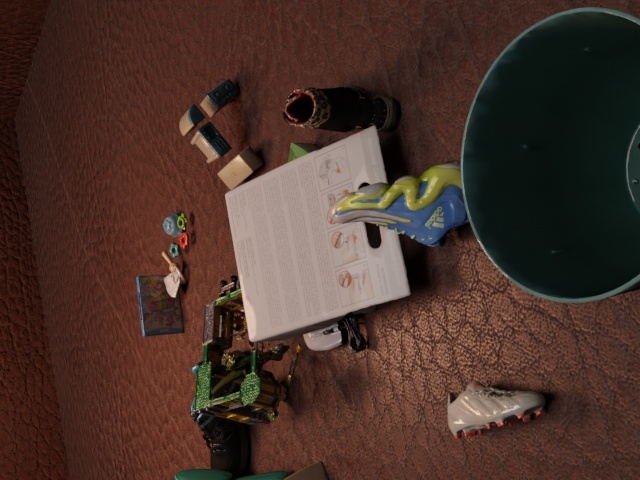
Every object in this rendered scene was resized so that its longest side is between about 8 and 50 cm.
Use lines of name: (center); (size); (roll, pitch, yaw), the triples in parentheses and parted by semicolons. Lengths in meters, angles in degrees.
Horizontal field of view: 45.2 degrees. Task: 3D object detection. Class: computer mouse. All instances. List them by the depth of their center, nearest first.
computer mouse: (0.013, 0.181, 1.498); (0.193, 0.042, 0.106); (-29, 78, 54)

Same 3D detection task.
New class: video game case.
video game case: (-0.444, 0.179, 2.127); (0.015, 0.119, 0.166); (-21, 74, 50)

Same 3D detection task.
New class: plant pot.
plant pot: (0.340, -0.085, 0.830); (0.293, 0.235, 0.292); (4, 95, 57)
plant pot: (-0.041, 0.527, 1.555); (0.109, 0.096, 0.109); (-56, 47, 40)

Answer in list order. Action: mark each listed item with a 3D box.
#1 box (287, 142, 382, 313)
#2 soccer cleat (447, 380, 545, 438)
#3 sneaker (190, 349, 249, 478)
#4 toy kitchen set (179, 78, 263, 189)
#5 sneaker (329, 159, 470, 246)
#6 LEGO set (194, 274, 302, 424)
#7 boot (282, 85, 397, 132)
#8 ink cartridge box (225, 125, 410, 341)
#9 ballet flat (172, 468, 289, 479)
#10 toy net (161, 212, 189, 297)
box: (0.021, -0.034, 1.477); (0.322, 0.059, 0.232); (36, 121, 48)
soccer cleat: (0.250, 0.241, 1.135); (0.196, 0.068, 0.076); (-38, 57, 54)
sneaker: (-0.250, 0.429, 1.828); (0.125, 0.140, 0.340); (16, 106, 52)
toy kitchen set: (-0.200, -0.260, 1.796); (0.207, 0.166, 0.122); (50, 145, -8)
sneaker: (0.132, -0.037, 1.217); (0.240, 0.091, 0.126); (-18, 88, 26)
LEGO set: (-0.125, 0.248, 1.640); (0.255, 0.192, 0.331); (-32, 49, 32)
boot: (0.002, -0.241, 1.381); (0.236, 0.179, 0.085); (21, 108, 53)
ink cartridge box: (0.000, 0.000, 1.417); (0.385, 0.091, 0.308); (-20, 74, 37)
ballet flat: (-0.195, 0.582, 1.722); (0.343, 0.116, 0.124); (-10, 91, 31)
toy net: (-0.387, 0.040, 2.111); (0.122, 0.045, 0.232); (1, 95, 41)
